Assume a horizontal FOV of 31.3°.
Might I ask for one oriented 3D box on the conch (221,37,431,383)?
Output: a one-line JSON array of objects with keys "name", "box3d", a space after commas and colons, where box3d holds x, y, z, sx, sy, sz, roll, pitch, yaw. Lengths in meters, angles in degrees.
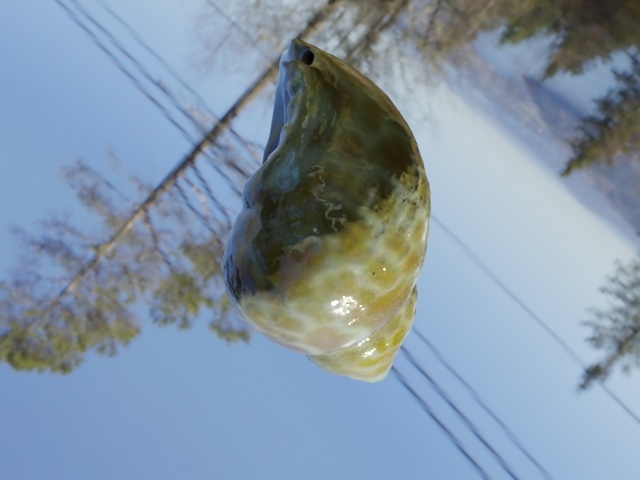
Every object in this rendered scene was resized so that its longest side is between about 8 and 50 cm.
[{"name": "conch", "box3d": [0.006, -0.009, 0.559, 0.106, 0.173, 0.116, 2, -179, -19]}]
